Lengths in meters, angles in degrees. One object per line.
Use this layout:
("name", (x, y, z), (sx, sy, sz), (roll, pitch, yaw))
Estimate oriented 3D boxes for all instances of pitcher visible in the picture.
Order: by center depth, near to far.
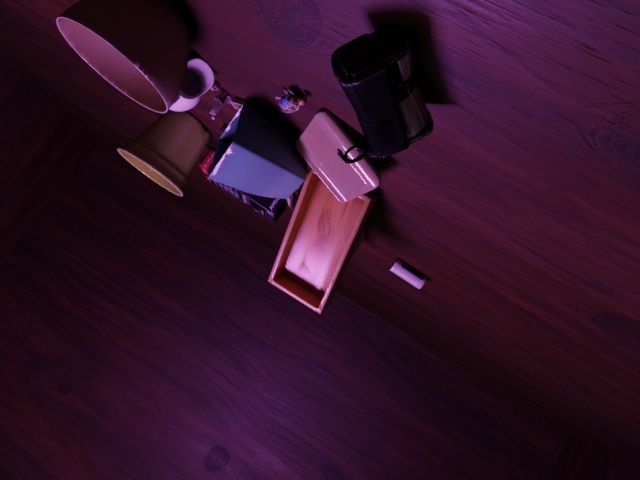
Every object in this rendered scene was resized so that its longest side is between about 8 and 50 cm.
("pitcher", (-0.398, -0.407, 1.289), (0.125, 0.177, 0.207), (52, 160, -27))

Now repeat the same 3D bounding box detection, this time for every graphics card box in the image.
("graphics card box", (-0.324, -0.222, 1.999), (0.371, 0.094, 0.233), (34, 170, 1))

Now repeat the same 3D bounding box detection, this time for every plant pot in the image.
("plant pot", (-0.419, -0.465, 1.089), (0.284, 0.190, 0.284), (32, 167, 8))
("plant pot", (-0.162, -0.227, 1.319), (0.234, 0.165, 0.165), (25, 138, -24))
("plant pot", (-0.554, -0.346, 1.743), (0.276, 0.253, 0.276), (32, 169, 7))

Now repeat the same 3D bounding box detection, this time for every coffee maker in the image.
("coffee maker", (0.087, -0.226, 0.769), (0.120, 0.171, 0.178), (45, 176, 40))

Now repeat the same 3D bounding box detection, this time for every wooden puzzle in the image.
("wooden puzzle", (0.042, -0.206, 1.192), (0.221, 0.044, 0.239), (50, 162, -6))

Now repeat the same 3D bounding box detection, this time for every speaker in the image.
("speaker", (0.329, 0.125, 1.773), (0.136, 0.055, 0.055), (33, 168, 3))

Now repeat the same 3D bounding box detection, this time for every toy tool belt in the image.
("toy tool belt", (-0.070, -0.323, 1.076), (0.051, 0.052, 0.083), (30, 170, -25))

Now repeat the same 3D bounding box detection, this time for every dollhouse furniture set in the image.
("dollhouse furniture set", (-0.263, -0.372, 1.301), (0.114, 0.081, 0.091), (26, 166, 31))

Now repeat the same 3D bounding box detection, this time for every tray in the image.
("tray", (0.000, 0.000, 1.422), (0.203, 0.410, 0.076), (30, -154, 16))

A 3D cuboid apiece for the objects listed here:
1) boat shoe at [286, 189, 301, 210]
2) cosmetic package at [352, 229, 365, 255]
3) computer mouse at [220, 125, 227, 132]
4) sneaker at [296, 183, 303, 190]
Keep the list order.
("boat shoe", (-0.110, -0.182, 1.716), (0.072, 0.068, 0.190), (42, 162, 23))
("cosmetic package", (0.065, -0.028, 1.617), (0.113, 0.160, 0.309), (31, 166, 16))
("computer mouse", (-0.272, -0.354, 1.524), (0.071, 0.041, 0.242), (39, 173, -30))
("sneaker", (-0.179, -0.267, 1.519), (0.284, 0.107, 0.124), (24, 150, 25))
